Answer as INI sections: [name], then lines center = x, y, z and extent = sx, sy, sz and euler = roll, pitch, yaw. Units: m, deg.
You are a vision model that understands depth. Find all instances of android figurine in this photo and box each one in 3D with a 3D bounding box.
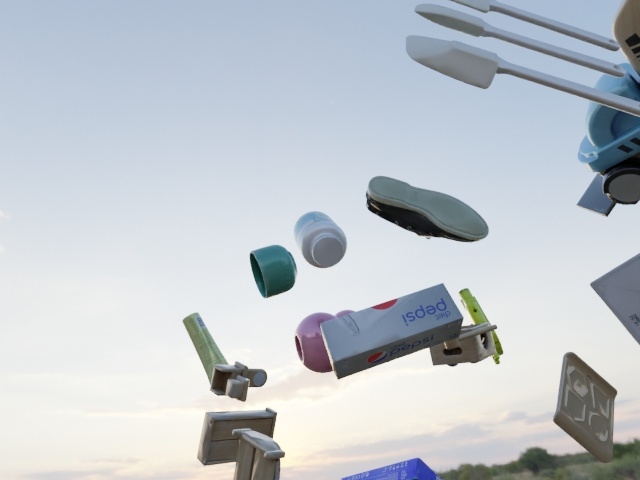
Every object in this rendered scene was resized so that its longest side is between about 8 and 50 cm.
[android figurine]
center = 0.579, 0.312, 1.584
extent = 0.056, 0.273, 0.248
euler = -24, -33, 8

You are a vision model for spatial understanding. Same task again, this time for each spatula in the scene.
[spatula]
center = 0.201, -0.191, 0.432
extent = 0.242, 0.168, 0.019
euler = 15, -38, -7

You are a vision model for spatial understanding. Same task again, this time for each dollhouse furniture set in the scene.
[dollhouse furniture set]
center = -0.095, 0.440, 0.903
extent = 0.173, 0.303, 0.355
euler = 14, -8, -37

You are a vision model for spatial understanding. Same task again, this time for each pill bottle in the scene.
[pill bottle]
center = 0.000, 0.000, 1.374
extent = 0.146, 0.264, 0.146
euler = -3, -75, -10

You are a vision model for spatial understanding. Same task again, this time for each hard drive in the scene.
[hard drive]
center = 0.829, -0.143, 1.278
extent = 0.022, 0.094, 0.135
euler = 25, -80, -33

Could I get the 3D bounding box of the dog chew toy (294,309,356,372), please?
[dog chew toy]
center = 0.081, 0.333, 1.524
extent = 0.331, 0.207, 0.207
euler = -11, -29, -18

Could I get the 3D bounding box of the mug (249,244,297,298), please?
[mug]
center = -0.123, 0.065, 1.143
extent = 0.097, 0.158, 0.129
euler = -16, -28, -19

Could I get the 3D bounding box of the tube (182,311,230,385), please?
[tube]
center = -0.373, 0.351, 1.429
extent = 0.070, 0.240, 0.062
euler = -33, -15, -2

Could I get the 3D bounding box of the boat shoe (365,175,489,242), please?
[boat shoe]
center = 0.279, -0.063, 1.198
extent = 0.340, 0.127, 0.113
euler = 18, -38, 2

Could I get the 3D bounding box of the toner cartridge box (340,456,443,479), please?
[toner cartridge box]
center = 0.236, 0.842, 1.467
extent = 0.347, 0.075, 0.165
euler = -36, -76, 32

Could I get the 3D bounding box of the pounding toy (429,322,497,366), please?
[pounding toy]
center = 0.363, 0.267, 1.094
extent = 0.181, 0.094, 0.206
euler = -18, -13, 37

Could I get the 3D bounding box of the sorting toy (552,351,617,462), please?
[sorting toy]
center = 0.683, 0.426, 1.134
extent = 0.193, 0.208, 0.038
euler = 40, -34, -6

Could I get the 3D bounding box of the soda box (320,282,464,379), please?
[soda box]
center = 0.150, 0.192, 0.936
extent = 0.286, 0.098, 0.091
euler = -17, -40, -5

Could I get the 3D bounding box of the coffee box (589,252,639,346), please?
[coffee box]
center = 0.534, 0.116, 0.673
extent = 0.119, 0.168, 0.297
euler = -40, -29, 22

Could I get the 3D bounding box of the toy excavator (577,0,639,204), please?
[toy excavator]
center = 0.711, -0.357, 0.956
extent = 0.445, 0.222, 0.433
euler = 40, -37, -7
